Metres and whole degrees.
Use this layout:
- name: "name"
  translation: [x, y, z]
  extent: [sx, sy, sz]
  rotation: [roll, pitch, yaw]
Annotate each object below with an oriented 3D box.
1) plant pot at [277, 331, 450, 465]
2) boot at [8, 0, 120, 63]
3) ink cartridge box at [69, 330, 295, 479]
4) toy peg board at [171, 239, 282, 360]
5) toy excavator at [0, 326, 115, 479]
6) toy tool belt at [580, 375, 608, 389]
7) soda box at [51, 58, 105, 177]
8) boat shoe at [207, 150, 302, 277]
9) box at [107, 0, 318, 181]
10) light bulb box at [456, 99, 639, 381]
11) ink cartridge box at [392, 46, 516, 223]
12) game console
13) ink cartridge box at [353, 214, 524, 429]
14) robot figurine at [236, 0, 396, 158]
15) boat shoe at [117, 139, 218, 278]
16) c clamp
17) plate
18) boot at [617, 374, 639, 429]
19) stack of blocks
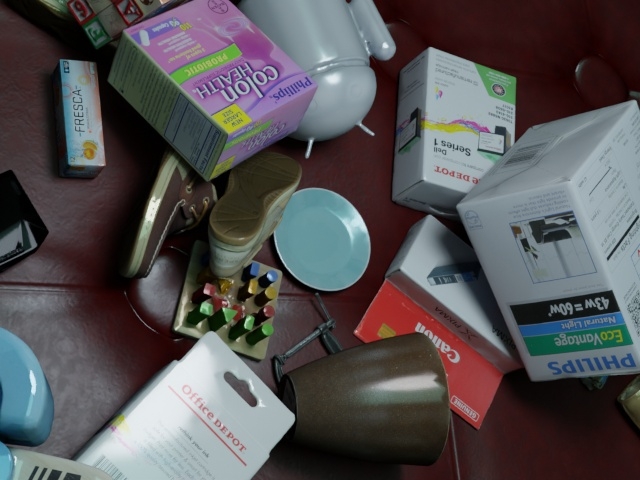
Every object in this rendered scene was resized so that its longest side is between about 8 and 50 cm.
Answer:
- name: "plant pot"
  translation: [0.056, 0.257, 1.742]
  extent: [0.230, 0.215, 0.215]
  rotation: [0, 72, -19]
- name: "boot"
  translation: [-0.388, -0.405, 1.812]
  extent: [0.213, 0.077, 0.165]
  rotation: [33, 57, -14]
- name: "ink cartridge box"
  translation: [-0.225, 0.324, 1.603]
  extent: [0.207, 0.119, 0.353]
  rotation: [47, 58, -4]
- name: "toy peg board"
  translation: [-0.136, 0.089, 1.762]
  extent: [0.161, 0.079, 0.161]
  rotation: [22, 63, -21]
- name: "toy excavator"
  translation: [-0.398, 0.270, 1.391]
  extent: [0.445, 0.222, 0.433]
  rotation: [7, 69, -4]
- name: "toy tool belt"
  translation: [0.532, 0.243, 2.079]
  extent: [0.052, 0.051, 0.083]
  rotation: [45, 57, -7]
- name: "soda box"
  translation: [-0.385, -0.192, 1.743]
  extent: [0.063, 0.058, 0.183]
  rotation: [1, 71, -28]
- name: "boat shoe"
  translation: [-0.113, -0.049, 1.799]
  extent: [0.109, 0.098, 0.302]
  rotation: [19, 35, 5]
- name: "box"
  translation: [-0.170, -0.250, 1.735]
  extent: [0.243, 0.117, 0.213]
  rotation: [46, 49, 12]
- name: "light bulb box"
  translation: [0.466, 0.001, 1.935]
  extent: [0.358, 0.225, 0.361]
  rotation: [-41, 112, -47]
- name: "ink cartridge box"
  translation: [0.252, -0.190, 2.048]
  extent: [0.201, 0.117, 0.278]
  rotation: [15, 66, -23]
- name: "game console"
  translation: [-0.576, -0.099, 1.615]
  extent: [0.213, 0.044, 0.361]
  rotation: [-31, 88, -33]
- name: "ink cartridge box"
  translation: [0.238, 0.143, 1.951]
  extent: [0.296, 0.066, 0.261]
  rotation: [38, 58, -11]
- name: "robot figurine"
  translation: [-0.026, -0.322, 1.898]
  extent: [0.299, 0.200, 0.354]
  rotation: [-21, 81, 6]
- name: "boat shoe"
  translation: [-0.217, -0.075, 1.757]
  extent: [0.123, 0.123, 0.342]
  rotation: [28, 55, -15]
- name: "c clamp"
  translation: [-0.021, 0.188, 1.823]
  extent: [0.160, 0.022, 0.137]
  rotation: [-40, 100, -33]
- name: "plate"
  translation: [0.000, 0.000, 1.900]
  extent: [0.188, 0.024, 0.188]
  rotation: [10, 68, -26]
- name: "boot"
  translation: [0.730, 0.349, 2.127]
  extent: [0.236, 0.089, 0.269]
  rotation: [-36, 90, -33]
- name: "stack of blocks"
  translation: [-0.248, -0.429, 1.785]
  extent: [0.087, 0.171, 0.297]
  rotation: [58, 39, -11]
